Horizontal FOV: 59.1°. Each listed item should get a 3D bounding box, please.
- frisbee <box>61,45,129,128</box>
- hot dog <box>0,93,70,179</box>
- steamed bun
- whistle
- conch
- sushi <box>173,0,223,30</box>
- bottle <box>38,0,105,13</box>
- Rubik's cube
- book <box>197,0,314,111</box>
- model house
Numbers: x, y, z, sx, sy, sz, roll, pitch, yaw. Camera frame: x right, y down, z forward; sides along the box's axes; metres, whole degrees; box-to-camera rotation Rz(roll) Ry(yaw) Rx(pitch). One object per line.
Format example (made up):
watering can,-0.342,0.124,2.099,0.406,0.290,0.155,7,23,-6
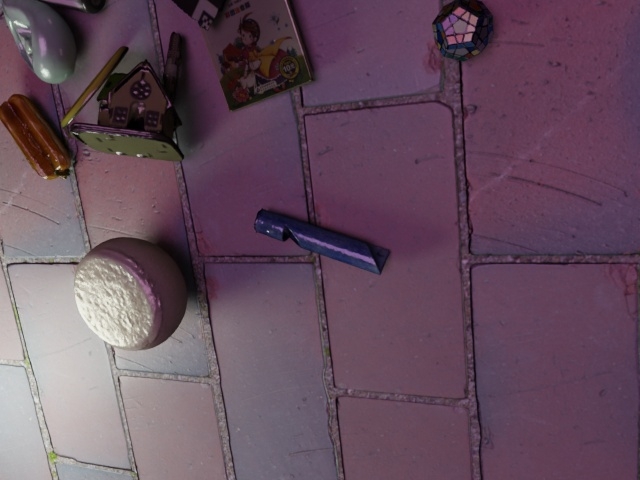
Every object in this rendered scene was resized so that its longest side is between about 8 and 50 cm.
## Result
frisbee,-0.508,-0.346,1.266,0.236,0.236,0.017,-36,121,26
hot dog,-0.729,-0.259,1.457,0.104,0.076,0.250,-36,93,6
steamed bun,-0.450,0.122,1.391,0.283,0.177,0.283,7,109,22
whistle,0.000,0.000,1.244,0.304,0.062,0.062,19,111,16
conch,-0.666,-0.475,1.341,0.185,0.121,0.221,-36,86,35
sushi,-0.309,-0.653,1.126,0.373,0.100,0.296,45,116,16
bottle,-0.620,-0.597,1.313,0.253,0.079,0.096,18,90,16
Rubik's cube,0.256,-0.381,1.017,0.093,0.111,0.111,30,117,42
book,-0.158,-0.455,1.179,0.228,0.018,0.322,-13,104,30
model house,-0.408,-0.334,1.257,0.218,0.205,0.279,6,83,-3
